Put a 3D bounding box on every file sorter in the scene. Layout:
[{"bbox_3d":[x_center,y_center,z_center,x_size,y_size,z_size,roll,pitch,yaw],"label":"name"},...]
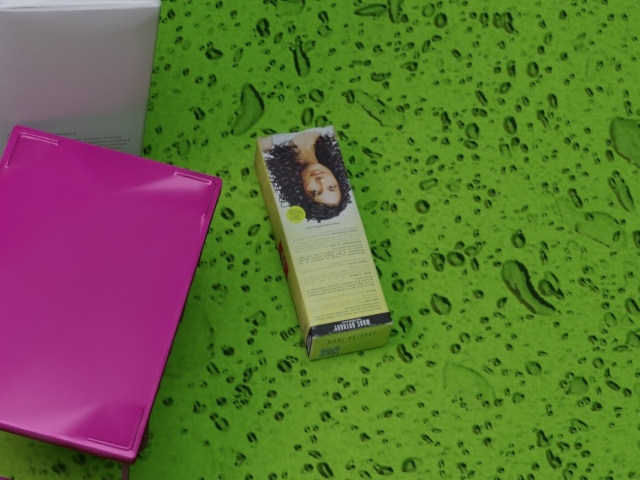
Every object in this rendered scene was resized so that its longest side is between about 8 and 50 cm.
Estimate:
[{"bbox_3d":[-0.231,0.081,1.752,0.202,0.182,0.291,15,61,1],"label":"file sorter"}]

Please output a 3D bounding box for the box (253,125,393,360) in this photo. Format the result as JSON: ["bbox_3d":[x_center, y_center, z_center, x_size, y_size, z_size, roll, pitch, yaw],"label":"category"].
[{"bbox_3d":[0.000,0.000,1.896,0.087,0.058,0.232,-11,65,-13],"label":"box"}]

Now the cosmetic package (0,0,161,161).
[{"bbox_3d":[-0.243,-0.201,1.793,0.155,0.365,0.197,-4,63,-10],"label":"cosmetic package"}]
